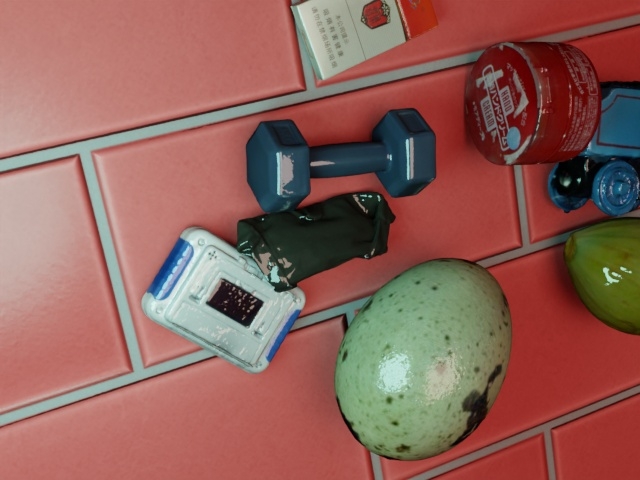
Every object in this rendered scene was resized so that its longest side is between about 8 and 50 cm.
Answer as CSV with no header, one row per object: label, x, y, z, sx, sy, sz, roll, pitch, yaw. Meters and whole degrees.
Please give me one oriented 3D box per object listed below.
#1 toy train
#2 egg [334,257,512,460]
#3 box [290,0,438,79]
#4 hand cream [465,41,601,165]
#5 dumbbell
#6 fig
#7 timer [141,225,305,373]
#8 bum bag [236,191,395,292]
toy train,0.595,-0.177,1.780,0.300,0.188,0.265,0,97,-23
egg,0.183,0.205,1.622,0.288,0.288,0.379,35,72,-26
box,0.080,-0.387,1.583,0.245,0.035,0.139,-26,110,-16
hand cream,0.379,-0.245,1.643,0.149,0.230,0.230,-7,104,-23
dumbbell,0.036,-0.137,1.558,0.316,0.156,0.143,-8,75,-23
fig,0.609,0.059,1.823,0.271,0.239,0.239,29,89,0
timer,-0.159,0.105,1.561,0.253,0.078,0.178,32,87,-26
bum bag,0.000,0.000,1.594,0.326,0.080,0.142,-14,79,-31
